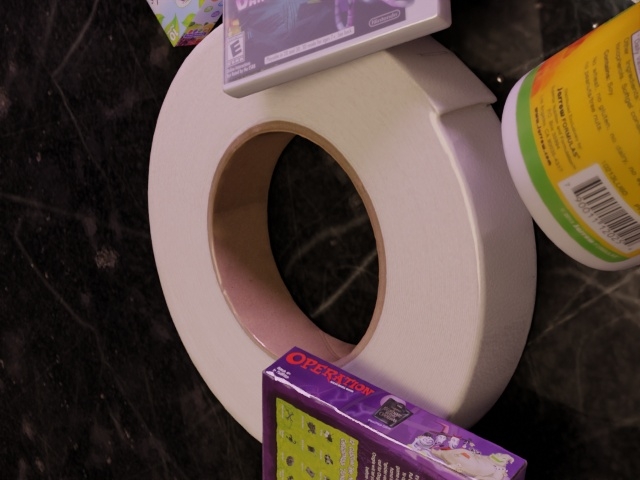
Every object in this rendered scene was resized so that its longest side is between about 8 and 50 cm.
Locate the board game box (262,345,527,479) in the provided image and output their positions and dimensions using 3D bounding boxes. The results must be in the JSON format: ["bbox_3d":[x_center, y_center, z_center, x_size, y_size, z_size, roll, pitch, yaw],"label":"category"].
[{"bbox_3d":[0.046,0.267,0.883,0.208,0.056,0.346,27,131,32],"label":"board game box"}]

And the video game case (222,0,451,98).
[{"bbox_3d":[0.005,-0.208,0.800,0.190,0.022,0.173,-13,69,35],"label":"video game case"}]

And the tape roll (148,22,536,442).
[{"bbox_3d":[0.000,0.000,0.904,0.392,0.072,0.391,16,113,43],"label":"tape roll"}]

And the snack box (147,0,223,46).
[{"bbox_3d":[-0.130,-0.260,0.984,0.100,0.037,0.141,-46,69,44],"label":"snack box"}]

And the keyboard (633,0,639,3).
[{"bbox_3d":[0.249,-0.240,0.618,0.072,0.014,0.256,50,132,24],"label":"keyboard"}]

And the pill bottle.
[{"bbox_3d":[0.230,-0.085,0.593,0.246,0.136,0.136,-31,79,46],"label":"pill bottle"}]
